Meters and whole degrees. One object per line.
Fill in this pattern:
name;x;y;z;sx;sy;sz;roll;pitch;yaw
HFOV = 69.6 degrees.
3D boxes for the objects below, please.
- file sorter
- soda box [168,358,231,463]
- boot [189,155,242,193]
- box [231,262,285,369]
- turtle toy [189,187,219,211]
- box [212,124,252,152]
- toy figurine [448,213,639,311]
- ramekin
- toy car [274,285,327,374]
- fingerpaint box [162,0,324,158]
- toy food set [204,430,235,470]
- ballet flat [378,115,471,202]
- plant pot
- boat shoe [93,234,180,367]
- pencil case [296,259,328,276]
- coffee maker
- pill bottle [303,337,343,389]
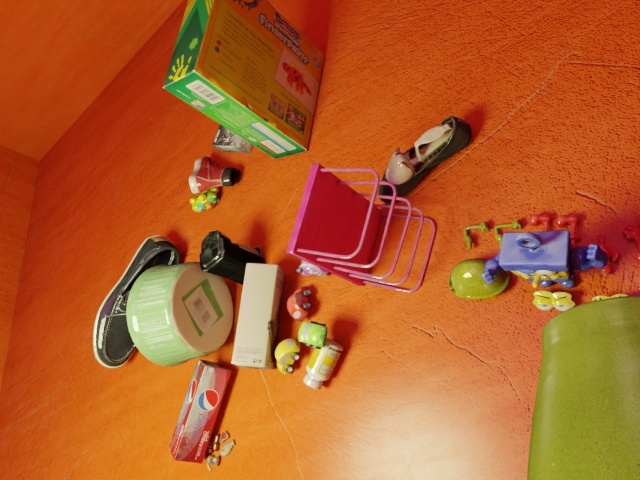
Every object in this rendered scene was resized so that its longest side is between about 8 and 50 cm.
file sorter;0.107;-0.017;1.022;0.182;0.290;0.202;8;77;39
soda box;-0.344;0.483;1.314;0.092;0.083;0.264;0;71;62
boot;-0.370;-0.251;1.683;0.176;0.089;0.244;-10;31;0
box;-0.165;0.208;1.260;0.094;0.113;0.276;3;72;8
turtle toy;-0.422;-0.142;1.673;0.130;0.066;0.095;-13;22;37
box;-0.294;-0.441;1.706;0.183;0.056;0.231;13;81;44
toy figurine;0.373;0.009;0.831;0.362;0.217;0.192;1;72;40
ramekin;-0.394;0.207;1.353;0.148;0.303;0.304;-14;63;27
toy car;-0.050;0.225;1.152;0.225;0.053;0.239;-14;60;65
fingerpaint box;-0.208;-0.520;1.399;0.163;0.444;0.372;-4;70;40
toy food set;-0.290;0.580;1.284;0.122;0.019;0.078;-52;47;10
ballet flat;0.234;-0.205;1.125;0.280;0.096;0.095;-40;52;21
plant pot;0.437;0.276;0.603;0.366;0.366;0.353;-17;49;34
boat shoe;-0.649;0.218;1.640;0.155;0.186;0.501;13;75;49
pencil case;0.000;0.000;1.250;0.088;0.086;0.206;-17;56;66
coffee maker;-0.254;0.067;1.367;0.120;0.178;0.171;-53;47;11
pill bottle;0.004;0.300;1.124;0.065;0.065;0.117;24;87;44
